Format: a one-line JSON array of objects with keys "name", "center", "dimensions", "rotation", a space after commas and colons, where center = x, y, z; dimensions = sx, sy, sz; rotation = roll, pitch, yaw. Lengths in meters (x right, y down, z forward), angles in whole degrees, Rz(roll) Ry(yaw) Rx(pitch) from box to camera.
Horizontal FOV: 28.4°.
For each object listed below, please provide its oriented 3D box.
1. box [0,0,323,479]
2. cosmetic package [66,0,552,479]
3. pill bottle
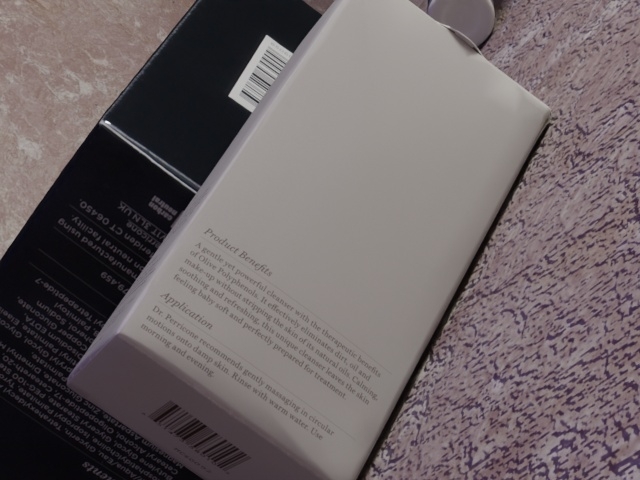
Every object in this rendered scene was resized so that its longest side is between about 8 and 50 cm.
[{"name": "box", "center": [-0.153, 0.023, 1.333], "dimensions": [0.472, 0.297, 0.480], "rotation": [-51, 10, 29]}, {"name": "cosmetic package", "center": [0.000, 0.000, 0.952], "dimensions": [0.365, 0.197, 0.155], "rotation": [-57, 9, -30]}, {"name": "pill bottle", "center": [0.164, -0.275, 1.486], "dimensions": [0.078, 0.078, 0.137], "rotation": [-50, 10, 22]}]
